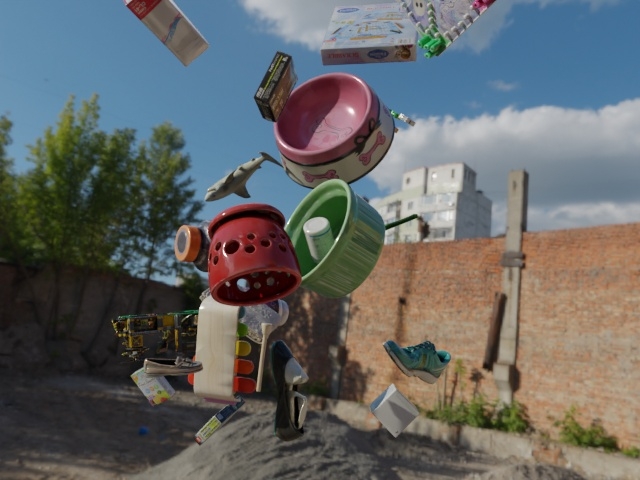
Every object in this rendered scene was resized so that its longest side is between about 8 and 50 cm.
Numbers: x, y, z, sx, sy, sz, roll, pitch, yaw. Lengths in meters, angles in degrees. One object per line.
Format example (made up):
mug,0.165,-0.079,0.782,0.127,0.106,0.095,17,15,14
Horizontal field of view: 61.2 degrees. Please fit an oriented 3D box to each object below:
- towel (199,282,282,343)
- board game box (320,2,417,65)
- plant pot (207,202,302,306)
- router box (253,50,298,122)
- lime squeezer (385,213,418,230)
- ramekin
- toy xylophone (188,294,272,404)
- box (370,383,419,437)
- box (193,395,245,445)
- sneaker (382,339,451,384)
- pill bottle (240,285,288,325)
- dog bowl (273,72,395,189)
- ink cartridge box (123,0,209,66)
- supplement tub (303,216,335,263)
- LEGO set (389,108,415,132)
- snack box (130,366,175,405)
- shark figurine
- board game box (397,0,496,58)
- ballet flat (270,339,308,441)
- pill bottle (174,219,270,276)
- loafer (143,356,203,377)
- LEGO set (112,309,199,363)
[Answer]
towel,-0.281,0.245,1.951,0.282,0.049,0.187,34,26,6
board game box,0.181,-0.721,1.876,0.318,0.318,0.066,2,-42,13
plant pot,-0.149,0.027,1.144,0.191,0.174,0.191,-13,-25,-6
router box,-0.095,-0.332,1.175,0.038,0.122,0.092,22,-10,12
lime squeezer,0.169,-0.001,1.715,0.110,0.310,0.059,28,-38,42
ramekin,0.030,0.004,1.429,0.148,0.303,0.303,30,-22,-28
toy xylophone,-0.251,0.309,1.509,0.236,0.323,0.081,12,0,14
box,0.214,0.492,1.574,0.101,0.102,0.087,46,0,3
box,-0.337,0.602,1.824,0.036,0.114,0.207,45,12,8
sneaker,0.283,0.333,1.590,0.275,0.110,0.107,27,20,-41
pill bottle,-0.305,0.315,2.499,0.181,0.182,0.323,-5,-16,43
dog bowl,0.028,-0.374,1.774,0.408,0.408,0.150,1,-29,24
ink cartridge box,-0.574,-0.819,1.982,0.131,0.226,0.306,-39,-44,5
supplement tub,0.000,0.000,1.408,0.071,0.071,0.107,2,-51,22
LEGO set,0.259,-0.500,2.177,0.227,0.087,0.093,40,16,34
snack box,-0.602,0.518,1.948,0.100,0.141,0.037,-30,8,25
shark figurine,-0.254,-0.204,1.844,0.278,0.116,0.166,-33,14,6
board game box,0.293,-0.754,1.540,0.050,0.390,0.390,-37,3,-14
ballet flat,-0.080,0.422,1.534,0.096,0.281,0.095,-7,-6,26
pill bottle,-0.231,0.019,1.344,0.245,0.130,0.130,8,-10,-37
loafer,-0.319,0.271,1.175,0.125,0.039,0.045,-4,6,-12
LEGO set,-0.510,0.337,1.777,0.331,0.192,0.255,-1,-5,-34
